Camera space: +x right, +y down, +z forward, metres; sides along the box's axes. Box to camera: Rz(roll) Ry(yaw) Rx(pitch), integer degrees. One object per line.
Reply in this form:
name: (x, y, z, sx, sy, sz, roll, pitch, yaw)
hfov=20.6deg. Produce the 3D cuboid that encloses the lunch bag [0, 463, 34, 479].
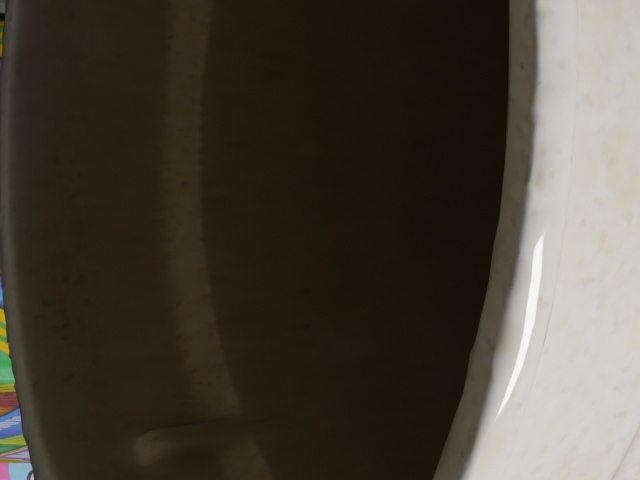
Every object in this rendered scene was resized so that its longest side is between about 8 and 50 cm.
lunch bag: (-0.153, 0.154, 1.081, 0.293, 0.120, 0.258, -1, 133, -5)

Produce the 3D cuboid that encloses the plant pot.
plant pot: (0.095, -0.033, 0.555, 0.305, 0.333, 0.334, 2, 160, -28)

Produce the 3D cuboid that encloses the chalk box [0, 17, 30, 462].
chalk box: (-0.137, 0.011, 0.880, 0.289, 0.179, 0.180, 7, 157, -39)
